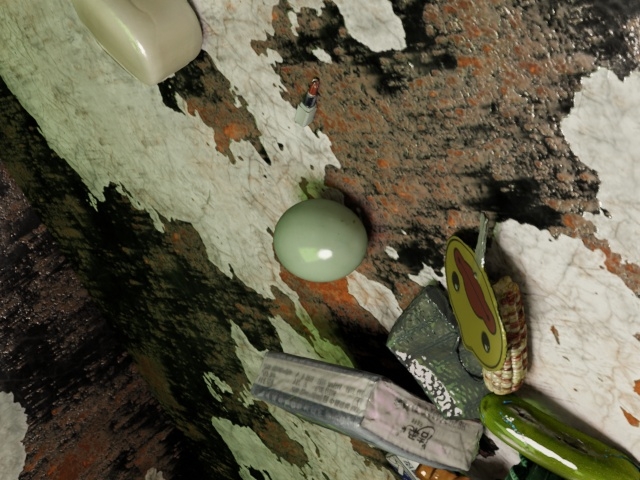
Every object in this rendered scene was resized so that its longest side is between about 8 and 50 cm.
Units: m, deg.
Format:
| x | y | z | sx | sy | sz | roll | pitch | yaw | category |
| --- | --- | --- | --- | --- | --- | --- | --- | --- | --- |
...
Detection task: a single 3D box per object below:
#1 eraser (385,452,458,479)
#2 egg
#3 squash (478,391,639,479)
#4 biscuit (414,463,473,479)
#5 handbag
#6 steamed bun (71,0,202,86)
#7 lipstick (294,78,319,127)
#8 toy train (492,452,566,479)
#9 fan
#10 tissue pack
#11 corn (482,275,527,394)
| x | y | z | sx | sy | sz | roll | pitch | yaw | category |
| --- | --- | --- | --- | --- | --- | --- | --- | --- | --- |
| 0.241 | 0.515 | 2.320 | 0.210 | 0.068 | 0.124 | 51 | 153 | 1 | eraser |
| 0.000 | 0.000 | 1.941 | 0.192 | 0.149 | 0.149 | 11 | 133 | 53 | egg |
| 0.402 | 0.343 | 1.772 | 0.332 | 0.087 | 0.087 | 26 | 147 | 20 | squash |
| 0.292 | 0.505 | 2.134 | 0.284 | 0.043 | 0.306 | 40 | 165 | -37 | biscuit |
| 0.232 | 0.206 | 1.921 | 0.270 | 0.089 | 0.175 | 52 | 148 | -1 | handbag |
| -0.333 | -0.408 | 1.959 | 0.241 | 0.146 | 0.164 | 46 | 159 | 10 | steamed bun |
| -0.018 | -0.231 | 1.814 | 0.025 | 0.025 | 0.107 | 44 | 148 | 13 | lipstick |
| 0.357 | 0.459 | 1.805 | 0.178 | 0.330 | 0.138 | 40 | 111 | 8 | toy train |
| 0.241 | 0.073 | 1.690 | 0.335 | 0.011 | 0.229 | 88 | 163 | -51 | fan |
| 0.083 | 0.328 | 2.131 | 0.288 | 0.124 | 0.394 | 25 | 170 | -31 | tissue pack |
| 0.293 | 0.152 | 1.748 | 0.079 | 0.079 | 0.237 | 30 | 143 | 38 | corn |
